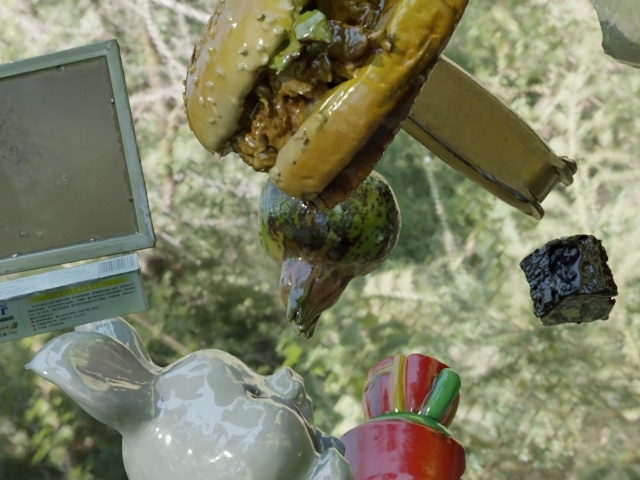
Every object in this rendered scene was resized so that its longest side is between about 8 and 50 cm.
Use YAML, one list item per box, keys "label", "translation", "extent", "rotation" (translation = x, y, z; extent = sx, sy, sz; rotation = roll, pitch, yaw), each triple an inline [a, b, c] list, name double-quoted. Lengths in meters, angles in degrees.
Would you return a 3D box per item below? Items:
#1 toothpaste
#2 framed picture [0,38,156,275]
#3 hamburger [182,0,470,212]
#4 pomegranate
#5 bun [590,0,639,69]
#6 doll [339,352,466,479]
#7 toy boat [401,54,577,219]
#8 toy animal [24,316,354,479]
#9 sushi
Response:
- label: "toothpaste"
  translation: [-0.226, 0.050, 0.998]
  extent: [0.164, 0.046, 0.034]
  rotation: [-13, 29, -7]
- label: "framed picture"
  translation: [-0.336, -0.080, 1.319]
  extent: [0.296, 0.232, 0.019]
  rotation: [-10, 1, 11]
- label: "hamburger"
  translation: [0.004, -0.119, 0.664]
  extent: [0.191, 0.118, 0.182]
  rotation: [-57, 10, -23]
- label: "pomegranate"
  translation: [0.016, 0.006, 1.794]
  extent: [0.222, 0.204, 0.276]
  rotation: [-36, 61, 59]
- label: "bun"
  translation: [0.259, -0.221, 0.816]
  extent: [0.237, 0.116, 0.210]
  rotation: [-49, 4, -17]
- label: "doll"
  translation: [0.093, 0.298, 1.449]
  extent: [0.182, 0.160, 0.363]
  rotation: [-36, 34, 37]
- label: "toy boat"
  translation: [0.125, -0.140, 1.258]
  extent: [0.089, 0.321, 0.121]
  rotation: [-53, -1, 0]
- label: "toy animal"
  translation: [-0.098, 0.216, 1.038]
  extent: [0.241, 0.367, 0.196]
  rotation: [-32, 3, -3]
- label: "sushi"
  translation: [0.274, 0.043, 1.290]
  extent: [0.094, 0.098, 0.084]
  rotation: [117, 144, -58]
